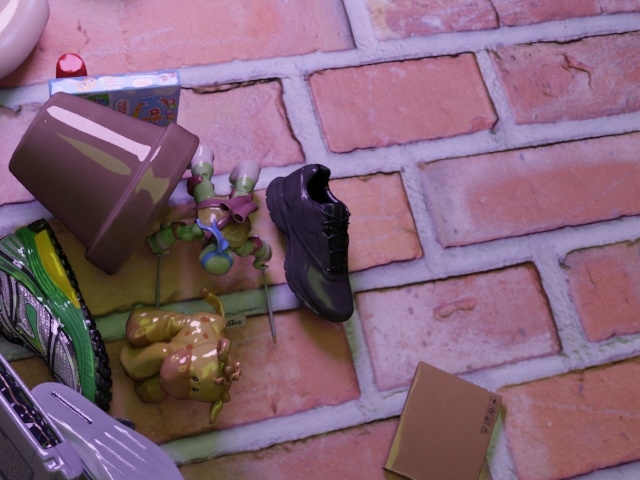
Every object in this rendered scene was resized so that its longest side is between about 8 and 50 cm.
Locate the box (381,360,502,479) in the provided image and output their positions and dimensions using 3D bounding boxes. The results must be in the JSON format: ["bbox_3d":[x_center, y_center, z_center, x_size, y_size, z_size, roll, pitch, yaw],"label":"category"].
[{"bbox_3d":[0.212,0.328,1.626,0.164,0.021,0.201,24,67,-5],"label":"box"}]

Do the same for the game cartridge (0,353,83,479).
[{"bbox_3d":[-0.458,0.289,1.362,0.294,0.196,0.060,45,33,22],"label":"game cartridge"}]

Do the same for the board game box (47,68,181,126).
[{"bbox_3d":[-0.348,-0.222,1.607,0.211,0.160,0.039,-9,65,-17],"label":"board game box"}]

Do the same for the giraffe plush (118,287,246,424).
[{"bbox_3d":[-0.194,0.192,1.454,0.210,0.170,0.181,-24,119,-8],"label":"giraffe plush"}]

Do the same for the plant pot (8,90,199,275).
[{"bbox_3d":[-0.354,-0.111,1.495,0.229,0.263,0.263,32,66,-12],"label":"plant pot"}]

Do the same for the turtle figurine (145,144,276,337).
[{"bbox_3d":[-0.186,-0.009,1.606,0.197,0.275,0.266,-5,49,7],"label":"turtle figurine"}]

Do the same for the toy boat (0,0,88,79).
[{"bbox_3d":[-0.530,-0.315,1.620,0.318,0.148,0.267,30,61,6],"label":"toy boat"}]

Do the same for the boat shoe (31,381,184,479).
[{"bbox_3d":[-0.308,0.320,1.355,0.302,0.094,0.109,35,30,22],"label":"boat shoe"}]

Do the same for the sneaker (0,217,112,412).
[{"bbox_3d":[-0.429,0.143,1.488,0.146,0.134,0.343,-25,72,-11],"label":"sneaker"}]

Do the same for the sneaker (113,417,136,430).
[{"bbox_3d":[-0.364,0.339,1.459,0.089,0.051,0.170,27,63,2],"label":"sneaker"}]

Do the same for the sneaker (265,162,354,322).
[{"bbox_3d":[0.000,0.000,1.621,0.109,0.130,0.286,-7,72,-49],"label":"sneaker"}]
